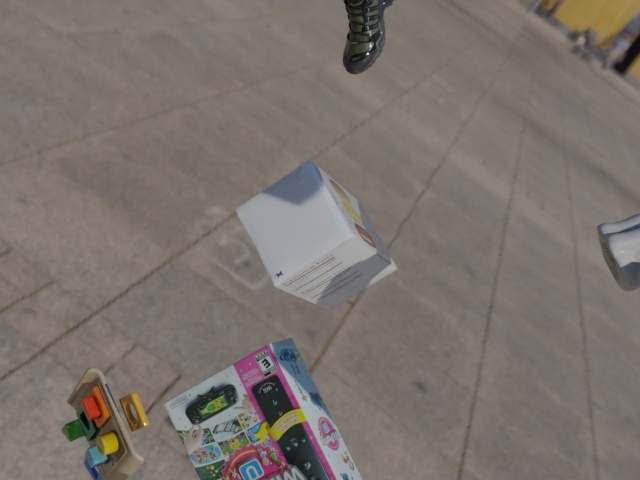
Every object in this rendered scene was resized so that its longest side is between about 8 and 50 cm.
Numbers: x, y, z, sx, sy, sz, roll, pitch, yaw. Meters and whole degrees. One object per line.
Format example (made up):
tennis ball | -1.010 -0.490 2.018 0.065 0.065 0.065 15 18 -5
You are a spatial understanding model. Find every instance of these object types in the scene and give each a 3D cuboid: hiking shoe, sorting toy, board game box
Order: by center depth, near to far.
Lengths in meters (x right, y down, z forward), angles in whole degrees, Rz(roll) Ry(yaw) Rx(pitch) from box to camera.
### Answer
board game box | -0.086 0.347 1.573 0.303 0.224 0.097 62 17 8
sorting toy | -0.407 0.350 1.757 0.047 0.348 0.196 -20 72 -37
hiking shoe | 0.076 -0.440 1.864 0.086 0.227 0.114 12 -6 41

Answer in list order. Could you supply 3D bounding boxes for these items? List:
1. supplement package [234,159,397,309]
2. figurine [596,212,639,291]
supplement package | 0.000 0.000 1.426 0.139 0.133 0.244 61 10 19
figurine | 0.441 0.016 1.061 0.215 0.209 0.092 -104 167 -55
